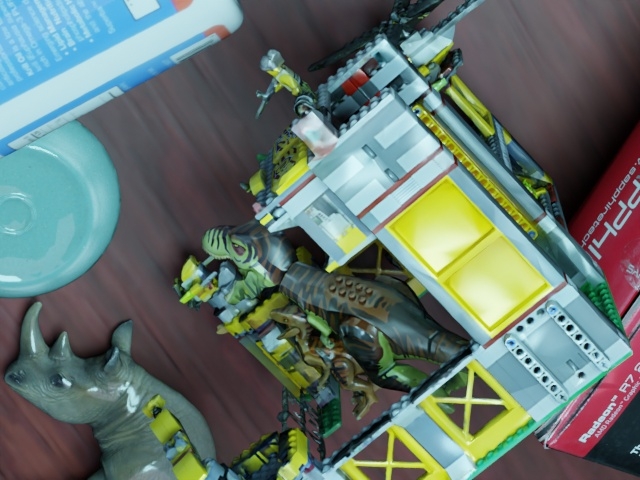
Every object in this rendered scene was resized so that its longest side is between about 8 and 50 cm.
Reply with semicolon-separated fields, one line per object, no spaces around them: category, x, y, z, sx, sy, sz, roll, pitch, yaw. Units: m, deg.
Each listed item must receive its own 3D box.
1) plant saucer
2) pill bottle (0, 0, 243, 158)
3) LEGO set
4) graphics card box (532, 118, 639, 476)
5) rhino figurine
plant saucer;-0.169;-0.017;1.062;0.119;0.021;0.119;-4;114;-8
pill bottle;-0.161;-0.111;0.965;0.221;0.124;0.124;-27;116;3
LEGO set;0.000;0.000;0.946;0.255;0.331;0.192;-37;107;22
graphics card box;0.292;0.045;1.077;0.371;0.094;0.232;21;110;-35
rhino figurine;-0.105;0.139;1.111;0.106;0.073;0.243;-24;102;16
